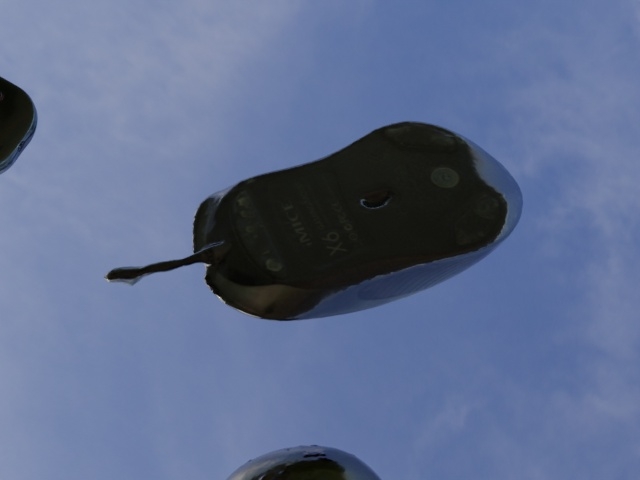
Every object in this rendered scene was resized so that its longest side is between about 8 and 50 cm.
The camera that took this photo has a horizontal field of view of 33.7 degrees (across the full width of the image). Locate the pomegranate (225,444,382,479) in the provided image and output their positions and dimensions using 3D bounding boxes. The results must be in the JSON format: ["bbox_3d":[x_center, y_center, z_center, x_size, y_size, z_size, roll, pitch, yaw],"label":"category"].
[{"bbox_3d":[-0.040,0.255,0.864,0.211,0.179,0.179,1,-111,-14],"label":"pomegranate"}]

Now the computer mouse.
[{"bbox_3d":[0.000,0.000,0.928,0.380,0.090,0.167,-13,-130,-14],"label":"computer mouse"}]

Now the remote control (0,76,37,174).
[{"bbox_3d":[-0.296,-0.109,0.719,0.222,0.042,0.072,25,-112,9],"label":"remote control"}]
